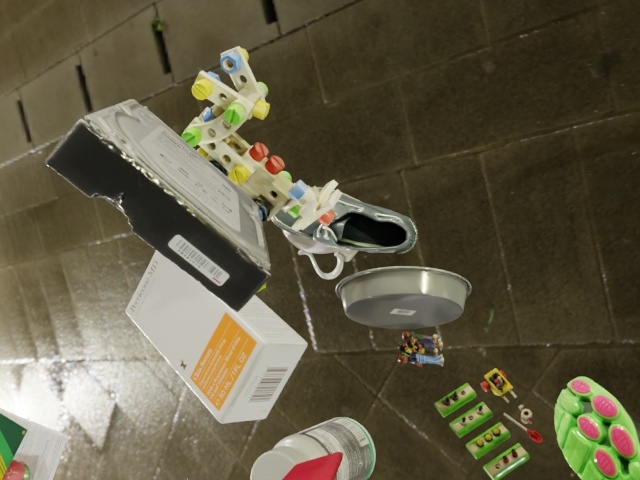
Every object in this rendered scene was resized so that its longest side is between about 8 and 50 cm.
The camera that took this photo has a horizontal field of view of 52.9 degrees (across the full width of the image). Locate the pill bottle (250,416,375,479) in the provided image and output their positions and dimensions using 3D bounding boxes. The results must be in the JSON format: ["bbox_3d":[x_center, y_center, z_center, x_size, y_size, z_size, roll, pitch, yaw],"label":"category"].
[{"bbox_3d":[-0.015,0.618,1.758,0.204,0.361,0.204,-1,88,32],"label":"pill bottle"}]

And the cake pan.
[{"bbox_3d":[0.178,0.131,1.392,0.293,0.293,0.054,-20,58,40],"label":"cake pan"}]

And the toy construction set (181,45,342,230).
[{"bbox_3d":[-0.102,-0.143,1.100,0.327,0.151,0.215,50,125,1],"label":"toy construction set"}]

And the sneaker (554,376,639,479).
[{"bbox_3d":[0.698,0.506,1.385,0.185,0.202,0.482,-50,53,18],"label":"sneaker"}]

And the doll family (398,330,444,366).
[{"bbox_3d":[0.253,0.282,1.672,0.112,0.193,0.075,6,89,0],"label":"doll family"}]

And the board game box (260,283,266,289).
[{"bbox_3d":[-0.206,0.118,1.895,0.092,0.181,0.043,-30,102,4],"label":"board game box"}]

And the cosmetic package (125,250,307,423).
[{"bbox_3d":[-0.270,0.215,1.596,0.453,0.162,0.230,36,103,36],"label":"cosmetic package"}]

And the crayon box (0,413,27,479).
[{"bbox_3d":[-0.789,0.462,1.230,0.106,0.362,0.313,-7,138,27],"label":"crayon box"}]

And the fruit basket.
[{"bbox_3d":[-0.740,0.566,1.479,0.353,0.165,0.326,7,71,28],"label":"fruit basket"}]

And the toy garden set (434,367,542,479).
[{"bbox_3d":[0.443,0.449,1.634,0.244,0.204,0.049,50,162,40],"label":"toy garden set"}]

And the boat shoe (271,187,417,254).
[{"bbox_3d":[0.041,-0.040,1.320,0.320,0.099,0.116,14,96,8],"label":"boat shoe"}]

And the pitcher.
[{"bbox_3d":[0.000,0.000,1.577,0.177,0.207,0.125,-62,36,9],"label":"pitcher"}]

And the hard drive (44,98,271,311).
[{"bbox_3d":[-0.170,-0.063,0.767,0.237,0.339,0.064,41,95,-15],"label":"hard drive"}]

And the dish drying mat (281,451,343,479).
[{"bbox_3d":[-0.006,0.127,0.346,0.032,0.083,0.008,-18,79,3],"label":"dish drying mat"}]
